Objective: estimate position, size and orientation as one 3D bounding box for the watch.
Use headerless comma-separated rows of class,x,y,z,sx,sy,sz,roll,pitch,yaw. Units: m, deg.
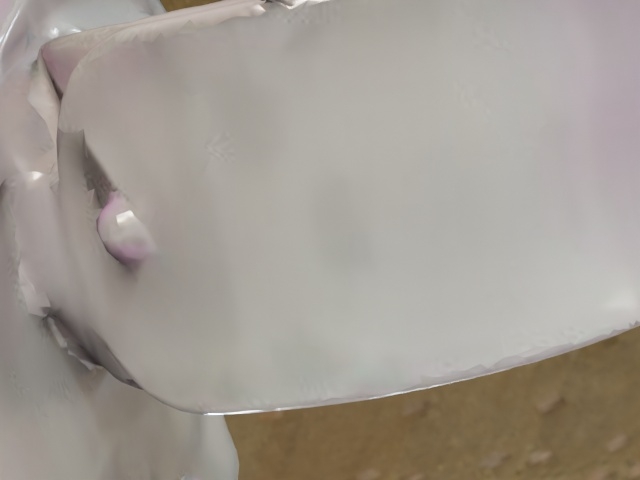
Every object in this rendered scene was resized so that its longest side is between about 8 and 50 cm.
watch,0.000,0.000,0.430,0.231,0.244,0.196,-7,-79,18
